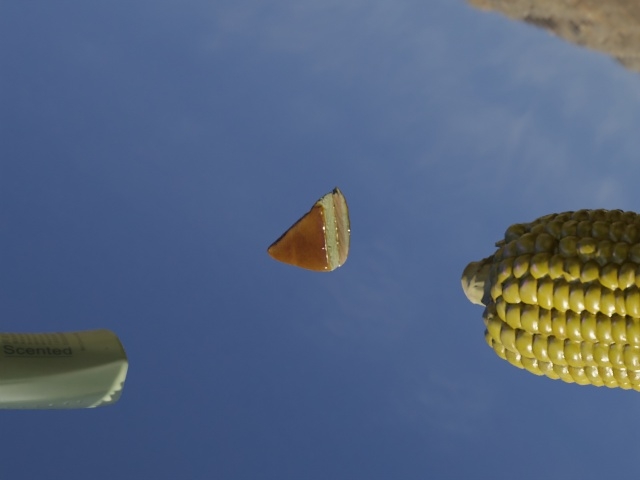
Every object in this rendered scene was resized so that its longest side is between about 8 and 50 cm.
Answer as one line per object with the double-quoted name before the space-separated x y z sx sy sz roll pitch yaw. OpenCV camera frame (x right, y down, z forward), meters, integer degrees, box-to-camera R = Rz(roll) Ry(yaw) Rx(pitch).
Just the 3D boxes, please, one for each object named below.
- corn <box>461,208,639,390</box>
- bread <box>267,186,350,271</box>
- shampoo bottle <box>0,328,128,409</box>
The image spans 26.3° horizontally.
"corn" 0.256 0.047 0.954 0.130 0.347 0.130 -11 -76 -53
"bread" 0.000 0.000 1.303 0.062 0.109 0.043 49 -134 6
"shampoo bottle" -0.227 0.077 0.836 0.212 0.049 0.072 3 -160 -26
